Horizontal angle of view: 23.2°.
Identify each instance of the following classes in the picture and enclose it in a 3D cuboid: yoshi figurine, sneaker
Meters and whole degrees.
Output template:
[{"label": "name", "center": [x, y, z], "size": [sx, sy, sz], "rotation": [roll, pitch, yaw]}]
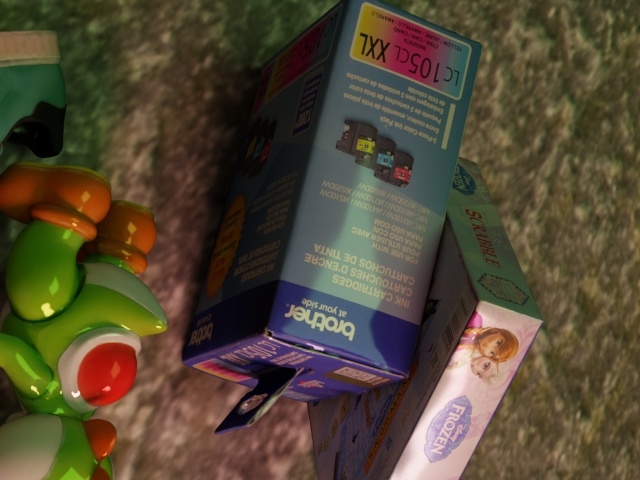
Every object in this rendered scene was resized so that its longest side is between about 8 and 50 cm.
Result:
[{"label": "yoshi figurine", "center": [-0.258, 0.129, 1.334], "size": [0.203, 0.203, 0.362], "rotation": [13, 69, -15]}, {"label": "sneaker", "center": [-0.331, -0.103, 1.297], "size": [0.302, 0.108, 0.121], "rotation": [-15, 94, -44]}]

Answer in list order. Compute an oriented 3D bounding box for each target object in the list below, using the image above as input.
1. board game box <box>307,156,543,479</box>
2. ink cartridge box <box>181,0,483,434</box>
[{"label": "board game box", "center": [0.084, 0.116, 1.469], "size": [0.065, 0.318, 0.319], "rotation": [18, 115, -14]}, {"label": "ink cartridge box", "center": [0.000, 0.000, 1.483], "size": [0.151, 0.270, 0.396], "rotation": [17, 74, -17]}]
